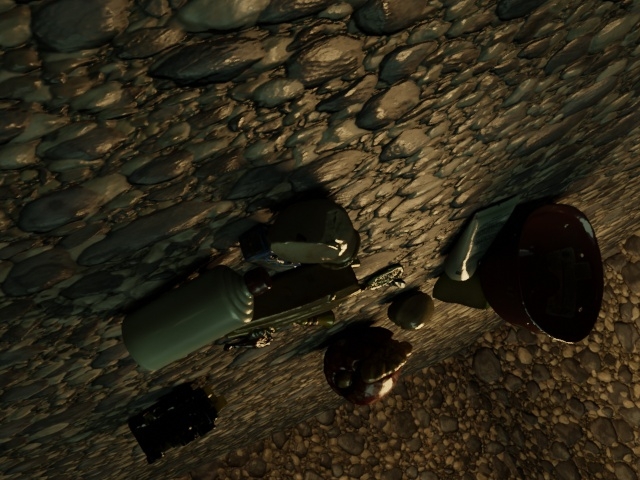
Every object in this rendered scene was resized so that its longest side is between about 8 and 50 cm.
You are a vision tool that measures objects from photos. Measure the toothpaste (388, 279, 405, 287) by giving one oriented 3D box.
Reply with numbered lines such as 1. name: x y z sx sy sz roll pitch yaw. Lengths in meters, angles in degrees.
1. toothpaste: 0.193 0.107 2.033 0.027 0.019 0.083 -16 166 28

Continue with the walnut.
1. walnut: 0.148 0.349 2.370 0.244 0.221 0.269 -30 -179 39

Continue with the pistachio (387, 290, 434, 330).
1. pistachio: 0.252 0.192 2.249 0.149 0.113 0.113 -36 173 -42

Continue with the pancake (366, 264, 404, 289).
1. pancake: 0.149 0.087 1.906 0.108 0.017 0.108 -25 159 -10

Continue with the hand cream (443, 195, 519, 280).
1. hand cream: 0.361 0.003 1.926 0.125 0.077 0.340 -20 154 -20

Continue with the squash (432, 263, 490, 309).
1. squash: 0.409 0.092 2.202 0.192 0.085 0.184 12 -139 41

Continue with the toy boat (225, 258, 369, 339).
1. toy boat: -0.046 0.111 1.546 0.310 0.089 0.115 -21 165 -20

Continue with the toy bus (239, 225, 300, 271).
1. toy bus: -0.076 0.016 1.286 0.061 0.051 0.153 -25 165 14

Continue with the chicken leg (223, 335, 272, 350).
1. chicken leg: -0.158 0.228 1.836 0.062 0.037 0.145 -20 170 25

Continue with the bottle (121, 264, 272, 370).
1. bottle: -0.187 0.111 1.283 0.245 0.104 0.104 -28 164 13

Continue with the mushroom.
1. mushroom: 0.003 -0.009 1.256 0.108 0.096 0.247 -67 163 3

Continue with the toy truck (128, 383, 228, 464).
1. toy truck: -0.359 0.451 2.045 0.257 0.127 0.127 -34 177 24

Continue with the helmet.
1. helmet: 0.517 0.084 2.040 0.385 0.337 0.230 9 170 -39

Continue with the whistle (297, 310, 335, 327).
1. whistle: -0.024 0.182 1.912 0.109 0.057 0.046 2 103 -43
